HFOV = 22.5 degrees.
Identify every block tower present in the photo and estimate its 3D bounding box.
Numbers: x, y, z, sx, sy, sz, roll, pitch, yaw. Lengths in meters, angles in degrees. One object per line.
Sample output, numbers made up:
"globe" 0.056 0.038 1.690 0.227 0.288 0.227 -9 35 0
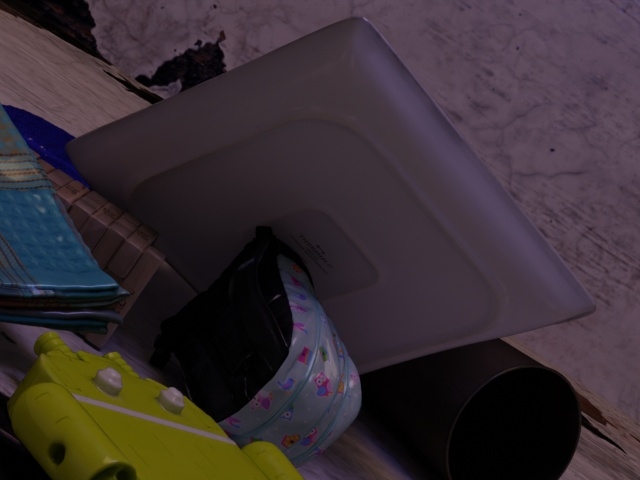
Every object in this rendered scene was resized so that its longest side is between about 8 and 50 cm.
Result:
"block tower" -0.285 -0.047 1.293 0.335 0.091 0.097 34 9 -3

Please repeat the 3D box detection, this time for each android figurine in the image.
"android figurine" -0.094 0.149 1.030 0.248 0.056 0.273 25 13 -48

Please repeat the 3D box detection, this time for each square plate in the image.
"square plate" 0.000 0.000 1.359 0.347 0.344 0.049 48 42 -27

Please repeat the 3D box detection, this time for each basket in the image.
"basket" 0.122 0.144 1.621 0.227 0.154 0.204 36 -3 43

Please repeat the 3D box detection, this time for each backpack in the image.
"backpack" -0.043 0.093 1.278 0.115 0.152 0.182 34 13 -27

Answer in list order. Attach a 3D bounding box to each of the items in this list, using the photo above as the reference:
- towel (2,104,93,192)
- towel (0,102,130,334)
"towel" -0.276 -0.071 1.531 0.228 0.076 0.308 36 8 7
"towel" -0.317 -0.081 1.135 0.271 0.040 0.370 8 37 -46
